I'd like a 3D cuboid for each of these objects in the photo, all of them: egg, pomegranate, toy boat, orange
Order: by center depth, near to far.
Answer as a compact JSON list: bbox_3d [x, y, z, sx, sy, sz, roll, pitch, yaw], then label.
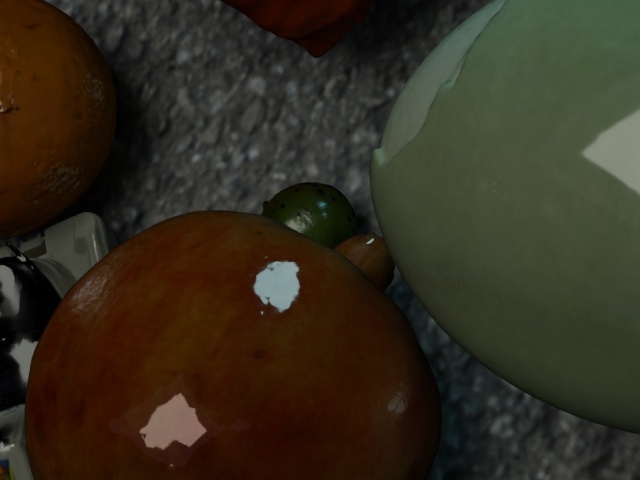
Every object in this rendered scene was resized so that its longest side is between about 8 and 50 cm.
[{"bbox_3d":[0.186,-0.033,1.082,0.336,0.278,0.278,12,81,26],"label":"egg"},{"bbox_3d":[-0.043,0.097,1.205,0.252,0.229,0.270,21,63,24],"label":"pomegranate"},{"bbox_3d":[0.000,-0.004,1.308,0.085,0.073,0.073,1,75,10],"label":"pomegranate"},{"bbox_3d":[-0.194,0.110,1.347,0.141,0.141,0.269,-22,51,22],"label":"toy boat"},{"bbox_3d":[-0.236,-0.089,1.412,0.193,0.161,0.193,-19,59,35],"label":"orange"}]

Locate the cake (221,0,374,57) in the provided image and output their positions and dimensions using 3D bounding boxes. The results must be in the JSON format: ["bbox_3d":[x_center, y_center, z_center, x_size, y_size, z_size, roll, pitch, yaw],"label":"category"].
[{"bbox_3d":[-0.064,-0.320,1.281,0.270,0.269,0.319,-51,46,16],"label":"cake"}]
